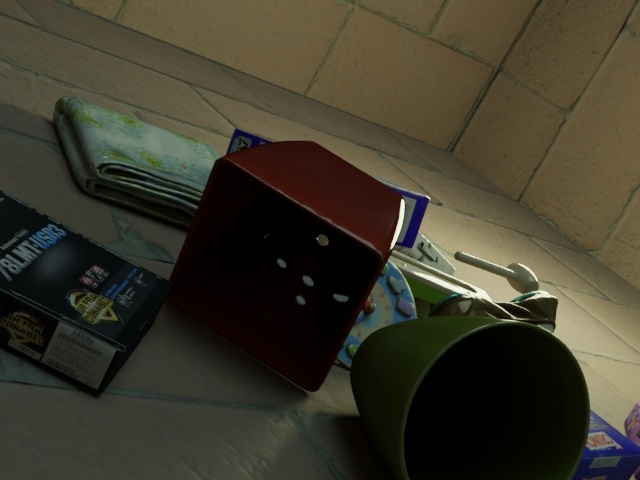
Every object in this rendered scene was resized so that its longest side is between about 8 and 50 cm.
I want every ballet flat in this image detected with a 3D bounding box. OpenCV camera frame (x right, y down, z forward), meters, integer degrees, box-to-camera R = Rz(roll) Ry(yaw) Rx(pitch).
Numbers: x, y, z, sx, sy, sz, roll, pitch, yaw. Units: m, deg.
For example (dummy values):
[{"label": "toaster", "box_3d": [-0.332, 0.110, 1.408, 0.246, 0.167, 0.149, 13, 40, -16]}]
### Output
[{"label": "ballet flat", "box_3d": [0.295, 0.148, 1.789, 0.342, 0.116, 0.124, 7, 45, -54]}]

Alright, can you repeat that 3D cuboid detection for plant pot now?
[{"label": "plant pot", "box_3d": [0.162, 0.213, 1.544, 0.275, 0.275, 0.293, 22, -1, -25]}, {"label": "plant pot", "box_3d": [-0.024, 0.006, 1.669, 0.267, 0.267, 0.236, 32, 34, 10]}]

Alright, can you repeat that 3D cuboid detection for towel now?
[{"label": "towel", "box_3d": [-0.311, -0.140, 2.108, 0.320, 0.090, 0.374, 22, 16, -29]}]

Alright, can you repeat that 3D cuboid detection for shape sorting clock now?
[{"label": "shape sorting clock", "box_3d": [0.073, 0.111, 1.836, 0.206, 0.206, 0.040, 23, -27, -24]}]

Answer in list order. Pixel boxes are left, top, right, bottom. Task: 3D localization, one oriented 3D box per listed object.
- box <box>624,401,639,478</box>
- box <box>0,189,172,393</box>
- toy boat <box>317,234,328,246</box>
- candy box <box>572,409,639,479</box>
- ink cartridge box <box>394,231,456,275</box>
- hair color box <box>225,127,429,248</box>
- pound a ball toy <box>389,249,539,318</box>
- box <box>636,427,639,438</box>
[{"label": "box", "box_3d": [0.680, 0.418, 2.157, 0.201, 0.057, 0.293, 30, 15, 4]}, {"label": "box", "box_3d": [-0.351, 0.049, 1.425, 0.293, 0.073, 0.295, 30, 14, -2]}, {"label": "toy boat", "box_3d": [-0.073, 0.029, 1.924, 0.231, 0.151, 0.151, 20, -30, 13]}, {"label": "candy box", "box_3d": [0.302, 0.280, 1.779, 0.268, 0.122, 0.317, 13, 20, -49]}, {"label": "ink cartridge box", "box_3d": [0.190, 0.045, 2.322, 0.135, 0.099, 0.056, 45, 50, -12]}, {"label": "hair color box", "box_3d": [0.003, -0.095, 2.054, 0.339, 0.110, 0.185, 21, 5, 37]}, {"label": "pound a ball toy", "box_3d": [0.211, 0.080, 2.115, 0.319, 0.208, 0.136, 23, 16, -22]}, {"label": "box", "box_3d": [0.656, 0.356, 2.059, 0.126, 0.072, 0.137, 39, 18, 36]}]
